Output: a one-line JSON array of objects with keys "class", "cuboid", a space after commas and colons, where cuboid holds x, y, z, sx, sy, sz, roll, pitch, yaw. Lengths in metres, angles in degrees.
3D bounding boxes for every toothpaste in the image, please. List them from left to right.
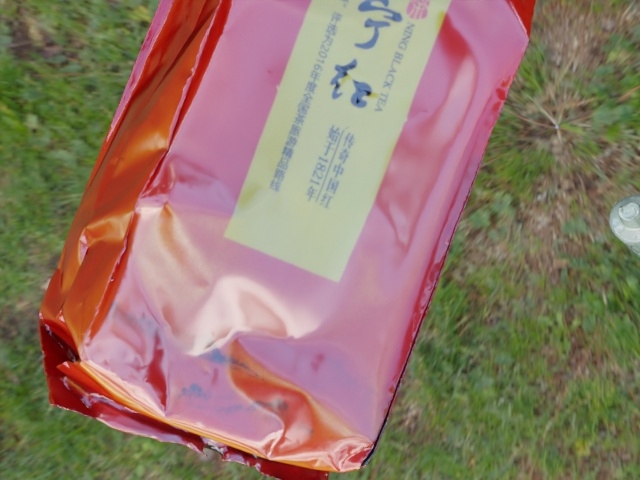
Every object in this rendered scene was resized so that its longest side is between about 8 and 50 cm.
[{"class": "toothpaste", "cuboid": [0.282, -0.001, 1.133, 0.041, 0.218, 0.064, -37, 67, 11]}]

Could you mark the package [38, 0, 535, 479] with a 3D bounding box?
[{"class": "package", "cuboid": [-0.004, -0.078, 0.747, 0.196, 0.123, 0.423, 21, 87, -23]}]
